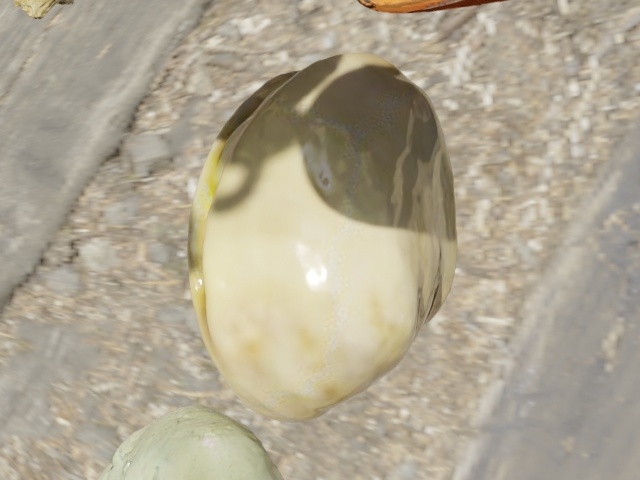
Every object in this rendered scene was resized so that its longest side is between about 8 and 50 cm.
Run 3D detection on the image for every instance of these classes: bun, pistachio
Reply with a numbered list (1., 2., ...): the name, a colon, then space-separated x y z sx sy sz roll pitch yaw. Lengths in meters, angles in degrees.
1. bun: -0.114 0.259 1.582 0.141 0.239 0.239 -6 92 -32
2. pistachio: 0.000 0.000 1.614 0.238 0.229 0.321 22 74 -33

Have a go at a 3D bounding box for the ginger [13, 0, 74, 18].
1. ginger: -0.269 -0.259 1.564 0.165 0.067 0.096 35 60 -4

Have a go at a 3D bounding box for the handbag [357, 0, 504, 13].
1. handbag: 0.189 -0.351 1.471 0.410 0.116 0.303 -9 94 15
